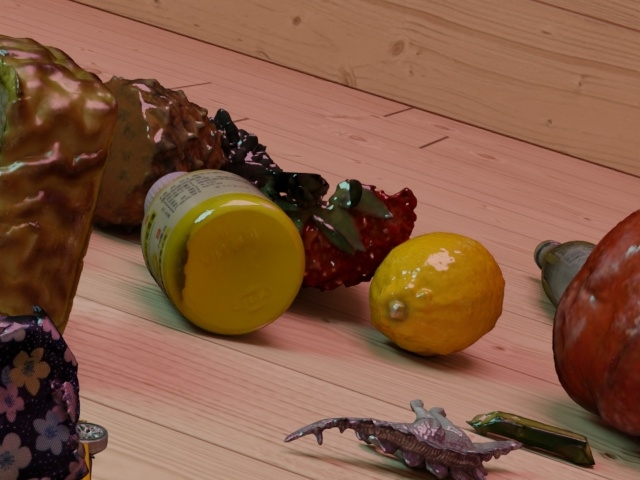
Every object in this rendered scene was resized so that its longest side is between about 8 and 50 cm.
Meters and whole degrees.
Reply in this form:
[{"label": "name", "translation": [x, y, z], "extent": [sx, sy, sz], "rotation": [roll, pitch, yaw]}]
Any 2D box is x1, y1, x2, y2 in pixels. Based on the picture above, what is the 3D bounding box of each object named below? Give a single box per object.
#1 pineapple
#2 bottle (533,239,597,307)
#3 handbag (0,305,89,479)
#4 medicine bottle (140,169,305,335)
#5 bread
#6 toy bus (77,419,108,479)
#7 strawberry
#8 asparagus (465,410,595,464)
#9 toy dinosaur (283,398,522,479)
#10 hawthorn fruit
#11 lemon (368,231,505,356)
[{"label": "pineapple", "translation": [-0.134, -0.079, 1.953], "extent": [0.158, 0.157, 0.279], "rotation": [24, 10, 34]}, {"label": "bottle", "translation": [0.281, 0.039, 2.124], "extent": [0.083, 0.083, 0.269], "rotation": [15, 6, -7]}, {"label": "handbag", "translation": [-0.246, 0.092, 0.941], "extent": [0.229, 0.126, 0.208], "rotation": [-23, 18, -28]}, {"label": "medicine bottle", "translation": [-0.099, -0.004, 1.686], "extent": [0.122, 0.121, 0.212], "rotation": [11, 11, -22]}, {"label": "bread", "translation": [-0.226, -0.034, 1.408], "extent": [0.096, 0.222, 0.181], "rotation": [11, 8, -30]}, {"label": "toy bus", "translation": [-0.146, 0.150, 1.005], "extent": [0.074, 0.069, 0.162], "rotation": [3, 16, -9]}, {"label": "strawberry", "translation": [0.000, 0.000, 1.836], "extent": [0.188, 0.106, 0.286], "rotation": [6, -4, 9]}, {"label": "asparagus", "translation": [0.169, 0.156, 1.540], "extent": [0.108, 0.021, 0.025], "rotation": [17, 12, 3]}, {"label": "toy dinosaur", "translation": [0.068, 0.146, 1.401], "extent": [0.209, 0.039, 0.082], "rotation": [8, 15, -31]}, {"label": "hawthorn fruit", "translation": [0.329, 0.050, 1.637], "extent": [0.242, 0.271, 0.242], "rotation": [21, 8, -3]}, {"label": "lemon", "translation": [0.103, 0.049, 1.737], "extent": [0.114, 0.114, 0.155], "rotation": [23, 20, 31]}]
